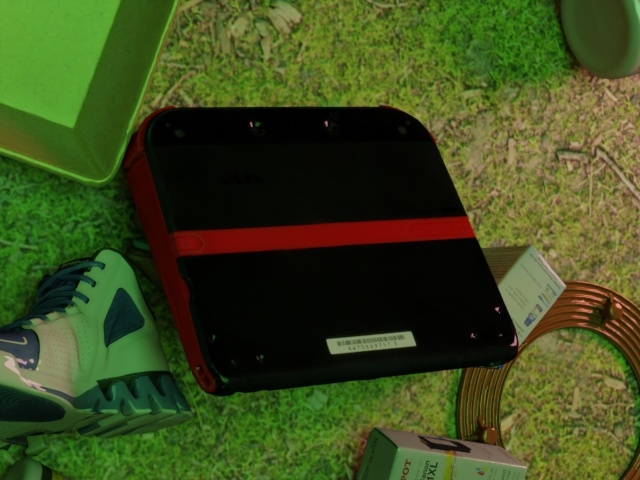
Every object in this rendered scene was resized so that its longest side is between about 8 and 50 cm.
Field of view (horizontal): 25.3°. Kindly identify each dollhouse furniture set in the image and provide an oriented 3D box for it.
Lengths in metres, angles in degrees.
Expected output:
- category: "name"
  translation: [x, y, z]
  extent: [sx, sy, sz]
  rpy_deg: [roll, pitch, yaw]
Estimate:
- category: "dollhouse furniture set"
  translation: [-0.346, 0.172, 1.472]
  extent: [0.081, 0.091, 0.114]
  rpy_deg: [-22, 69, 15]

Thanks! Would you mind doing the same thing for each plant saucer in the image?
- category: "plant saucer"
  translation: [-0.317, -0.262, 1.446]
  extent: [0.332, 0.081, 0.333]
  rpy_deg: [20, 94, -23]

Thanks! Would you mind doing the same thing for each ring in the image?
- category: "ring"
  translation: [0.320, 0.218, 1.767]
  extent: [0.336, 0.032, 0.337]
  rpy_deg: [2, 85, -25]

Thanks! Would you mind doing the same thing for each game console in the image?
- category: "game console"
  translation: [0.000, 0.000, 1.524]
  extent: [0.386, 0.060, 0.342]
  rpy_deg: [-4, 60, -30]

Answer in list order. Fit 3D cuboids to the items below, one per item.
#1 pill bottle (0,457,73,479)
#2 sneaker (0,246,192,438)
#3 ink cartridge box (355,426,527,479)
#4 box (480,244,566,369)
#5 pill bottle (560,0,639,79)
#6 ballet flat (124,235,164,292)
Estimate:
- category: "pill bottle"
  translation: [-0.241, 0.319, 1.450]
  extent: [0.208, 0.119, 0.119]
  rpy_deg: [33, 74, -20]
- category: "sneaker"
  translation: [-0.265, 0.097, 1.425]
  extent: [0.315, 0.127, 0.182]
  rpy_deg: [16, 55, -56]
- category: "ink cartridge box"
  translation: [0.132, 0.295, 1.636]
  extent: [0.175, 0.072, 0.127]
  rpy_deg: [12, 98, -24]
- category: "box"
  translation: [0.195, 0.077, 1.666]
  extent: [0.137, 0.126, 0.072]
  rpy_deg: [-47, 107, -20]
- category: "pill bottle"
  translation: [0.448, -0.305, 1.795]
  extent: [0.264, 0.153, 0.153]
  rpy_deg: [-18, 94, -25]
- category: "ballet flat"
  translation: [-0.052, 0.059, 1.575]
  extent: [0.342, 0.116, 0.124]
  rpy_deg: [-1, 106, -29]
